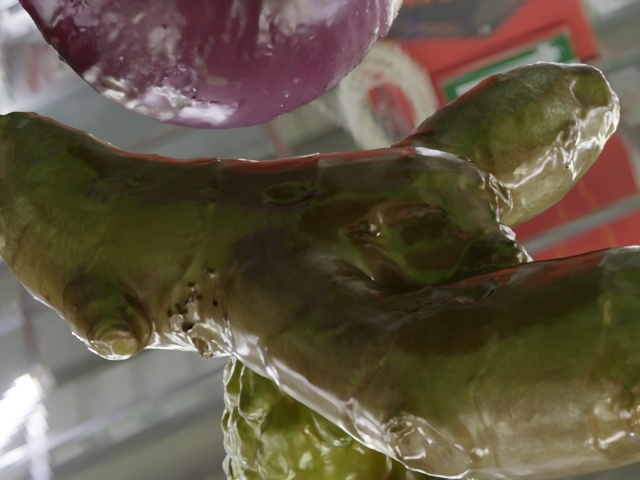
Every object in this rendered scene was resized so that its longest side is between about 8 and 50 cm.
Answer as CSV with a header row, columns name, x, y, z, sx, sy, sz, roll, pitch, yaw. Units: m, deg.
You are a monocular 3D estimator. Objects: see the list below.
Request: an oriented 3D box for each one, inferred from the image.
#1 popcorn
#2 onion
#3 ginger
name,x,y,z,sx,sy,sz,roll,pitch,yaw
popcorn,0.061,0.093,1.277,0.251,0.206,0.237,7,-113,0
onion,-0.046,-0.134,0.813,0.177,0.153,0.177,8,-136,-8
ginger,0.004,0.020,0.939,0.348,0.122,0.363,-12,-148,0
